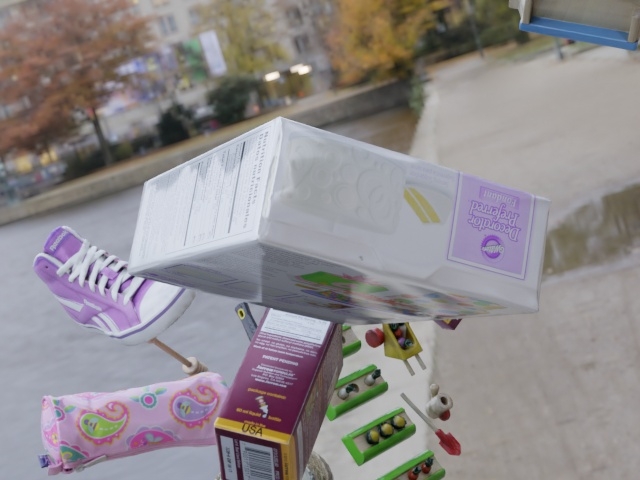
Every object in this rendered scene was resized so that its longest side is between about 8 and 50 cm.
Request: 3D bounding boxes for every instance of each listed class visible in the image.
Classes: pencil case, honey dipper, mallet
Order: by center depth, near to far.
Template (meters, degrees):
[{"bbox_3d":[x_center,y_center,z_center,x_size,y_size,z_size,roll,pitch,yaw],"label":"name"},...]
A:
[{"bbox_3d":[-0.063,0.152,1.338,0.039,0.190,0.062,20,-64,-46],"label":"mallet"},{"bbox_3d":[-0.271,0.270,1.744,0.284,0.124,0.124,-7,2,-23],"label":"pencil case"},{"bbox_3d":[-0.230,0.183,1.885,0.030,0.031,0.161,-15,-33,20],"label":"honey dipper"}]

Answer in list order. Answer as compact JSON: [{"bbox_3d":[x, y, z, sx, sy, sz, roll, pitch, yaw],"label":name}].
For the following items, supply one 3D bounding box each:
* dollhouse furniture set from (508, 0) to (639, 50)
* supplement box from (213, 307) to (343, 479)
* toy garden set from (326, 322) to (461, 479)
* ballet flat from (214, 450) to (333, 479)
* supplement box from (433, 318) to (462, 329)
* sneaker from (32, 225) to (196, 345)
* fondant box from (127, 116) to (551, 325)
[{"bbox_3d":[0.370,-0.382,1.297,0.303,0.286,0.198,12,48,16],"label":"dollhouse furniture set"},{"bbox_3d":[-0.038,0.156,1.211,0.080,0.104,0.188,11,46,12],"label":"supplement box"},{"bbox_3d":[0.099,0.206,1.561,0.203,0.244,0.049,-19,-20,-45],"label":"toy garden set"},{"bbox_3d":[-0.114,0.373,1.445,0.164,0.182,0.483,22,41,20],"label":"ballet flat"},{"bbox_3d":[0.187,0.079,1.687,0.083,0.055,0.043,-54,15,-13],"label":"supplement box"},{"bbox_3d":[-0.292,0.052,1.567,0.282,0.161,0.102,-5,41,48],"label":"sneaker"},{"bbox_3d":[0.000,0.000,0.997,0.238,0.096,0.330,15,-10,-23],"label":"fondant box"}]
